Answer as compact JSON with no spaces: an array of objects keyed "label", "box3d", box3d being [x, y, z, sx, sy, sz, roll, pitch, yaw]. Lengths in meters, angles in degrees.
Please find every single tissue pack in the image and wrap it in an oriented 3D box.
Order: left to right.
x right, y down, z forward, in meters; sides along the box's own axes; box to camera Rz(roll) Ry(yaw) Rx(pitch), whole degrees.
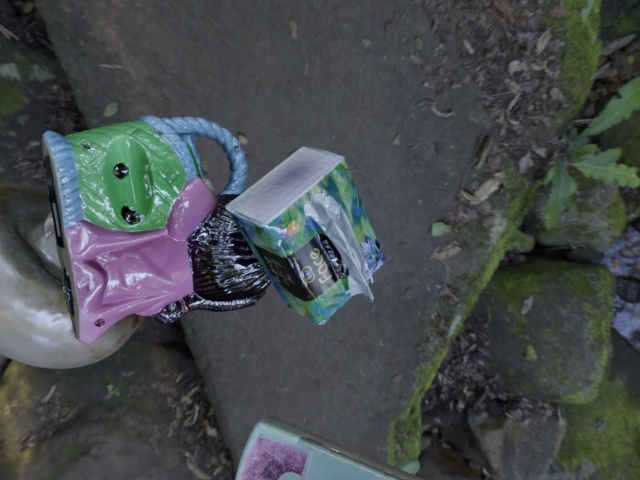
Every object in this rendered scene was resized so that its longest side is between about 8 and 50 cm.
[{"label":"tissue pack","box3d":[0.000,0.000,0.436,0.085,0.079,0.111,-42,130,-21]}]

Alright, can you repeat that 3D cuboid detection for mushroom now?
[{"label":"mushroom","box3d":[-0.452,0.038,0.991,0.295,0.362,0.362,-40,95,12]}]

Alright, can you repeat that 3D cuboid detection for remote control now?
[{"label":"remote control","box3d":[0.048,0.354,0.745,0.344,0.050,0.145,17,92,19]}]

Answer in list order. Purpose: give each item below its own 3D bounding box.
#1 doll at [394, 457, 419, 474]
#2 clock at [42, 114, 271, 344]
[{"label":"doll","box3d":[0.111,0.514,1.025,0.216,0.268,0.284,36,95,32]},{"label":"clock","box3d":[-0.139,-0.017,0.526,0.196,0.100,0.193,-8,98,-29]}]
